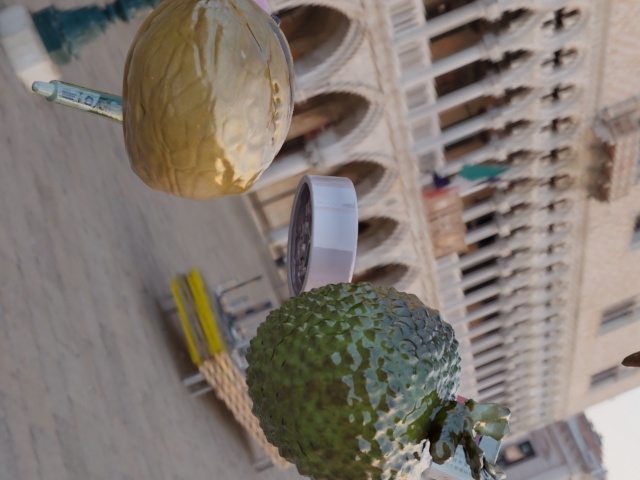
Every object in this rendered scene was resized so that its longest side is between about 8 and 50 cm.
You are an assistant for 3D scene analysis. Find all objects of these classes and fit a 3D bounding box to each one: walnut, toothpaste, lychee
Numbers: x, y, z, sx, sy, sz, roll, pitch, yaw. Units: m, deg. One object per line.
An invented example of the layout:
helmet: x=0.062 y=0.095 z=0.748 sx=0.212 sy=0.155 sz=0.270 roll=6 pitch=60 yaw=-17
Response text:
walnut: x=-0.089 y=-0.114 z=0.798 sx=0.144 sy=0.144 sz=0.180 roll=-112 pitch=-145 yaw=-57
toothpaste: x=-0.311 y=-0.192 z=1.420 sx=0.031 sy=0.204 sz=0.049 roll=18 pitch=-85 yaw=47
lychee: x=0.056 y=0.182 z=1.228 sx=0.320 sy=0.270 sz=0.270 roll=13 pitch=-48 yaw=52

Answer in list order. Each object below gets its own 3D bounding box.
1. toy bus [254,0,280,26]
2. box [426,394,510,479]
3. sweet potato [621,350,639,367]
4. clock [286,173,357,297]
toy bus: x=-0.134 y=-0.404 z=1.697 sx=0.063 sy=0.090 sz=0.203 roll=-55 pitch=140 yaw=-37
box: x=0.255 y=0.352 z=1.731 sx=0.048 sy=0.100 sz=0.152 roll=102 pitch=13 yaw=-55
sweet potato: x=0.639 y=0.242 z=1.782 sx=0.058 sy=0.078 sz=0.255 roll=43 pitch=-2 yaw=-31
clock: x=0.000 y=0.000 z=1.522 sx=0.197 sy=0.068 sz=0.197 roll=-175 pitch=-90 yaw=-78
